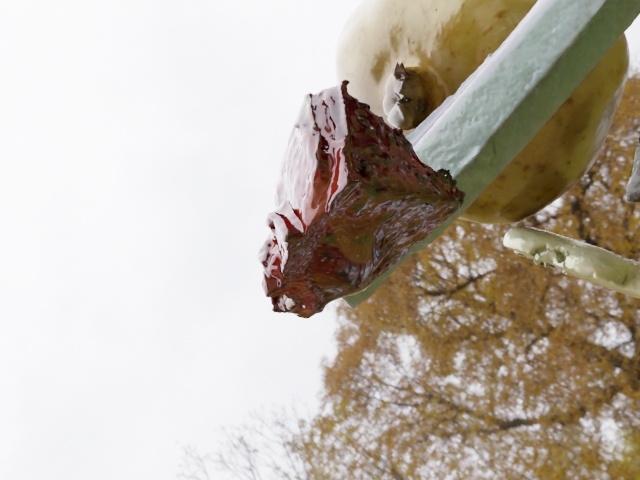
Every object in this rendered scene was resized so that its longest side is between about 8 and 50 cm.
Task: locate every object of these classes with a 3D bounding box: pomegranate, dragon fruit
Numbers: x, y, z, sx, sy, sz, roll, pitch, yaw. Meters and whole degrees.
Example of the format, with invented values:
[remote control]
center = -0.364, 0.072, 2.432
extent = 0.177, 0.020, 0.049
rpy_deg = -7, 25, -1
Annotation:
[pomegranate]
center = 0.163, -0.172, 0.875
extent = 0.342, 0.342, 0.342
rpy_deg = -10, -71, -31
[dragon fruit]
center = 0.000, 0.002, 0.383
extent = 0.097, 0.063, 0.131
rpy_deg = 33, -52, -15

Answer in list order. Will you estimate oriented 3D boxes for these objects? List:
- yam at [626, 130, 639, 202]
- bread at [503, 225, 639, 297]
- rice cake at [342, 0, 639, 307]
[yam]
center = 0.368, -0.065, 0.737
extent = 0.079, 0.141, 0.079
rpy_deg = 8, -90, -68
[bread]
center = 0.321, 0.033, 0.880
extent = 0.251, 0.182, 0.039
rpy_deg = 16, -87, -52
[rice cake]
center = 0.099, -0.078, 0.541
extent = 0.290, 0.081, 0.051
rpy_deg = -49, -32, 8
